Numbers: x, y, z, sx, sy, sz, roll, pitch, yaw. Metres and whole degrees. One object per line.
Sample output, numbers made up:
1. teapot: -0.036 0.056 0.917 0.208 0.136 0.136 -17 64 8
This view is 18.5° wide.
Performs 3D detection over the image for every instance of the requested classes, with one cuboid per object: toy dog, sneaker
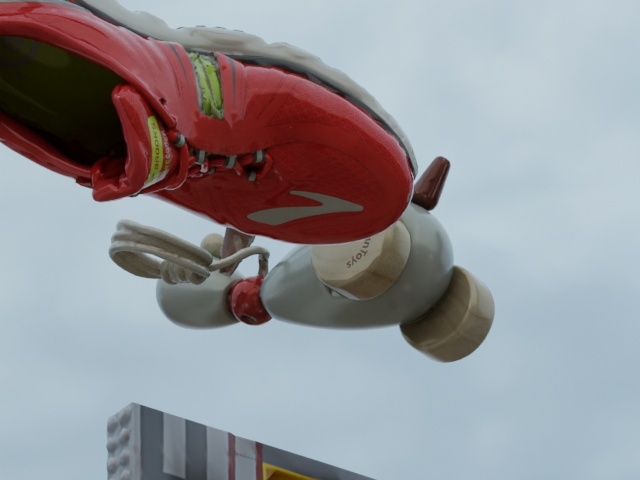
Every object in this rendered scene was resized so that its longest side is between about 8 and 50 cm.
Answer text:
1. toy dog: 0.000 0.000 1.722 0.333 0.161 0.220 9 -25 23
2. sneaker: -0.080 -0.049 0.963 0.279 0.118 0.107 20 -63 -18

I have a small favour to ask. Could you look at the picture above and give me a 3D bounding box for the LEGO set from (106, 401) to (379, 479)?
1. LEGO set: -0.070 0.195 0.565 0.192 0.255 0.331 22 -32 -34
